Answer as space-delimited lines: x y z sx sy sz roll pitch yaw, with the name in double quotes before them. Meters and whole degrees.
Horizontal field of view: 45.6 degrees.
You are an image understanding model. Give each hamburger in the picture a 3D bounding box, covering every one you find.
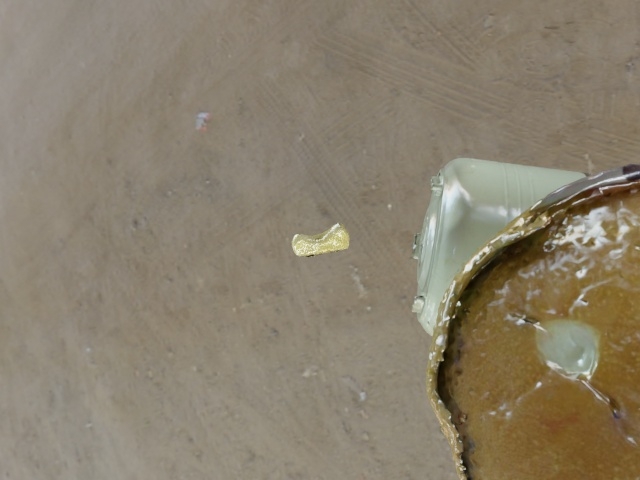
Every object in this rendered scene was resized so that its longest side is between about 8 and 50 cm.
"hamburger" 0.227 0.110 0.533 0.277 0.195 0.318 -11 72 40

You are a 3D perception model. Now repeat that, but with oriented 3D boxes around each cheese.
"cheese" 0.000 0.000 1.089 0.030 0.083 0.044 -95 -4 -55

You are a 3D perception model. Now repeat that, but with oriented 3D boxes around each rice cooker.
"rice cooker" 0.229 0.022 0.865 0.244 0.226 0.226 5 103 4
